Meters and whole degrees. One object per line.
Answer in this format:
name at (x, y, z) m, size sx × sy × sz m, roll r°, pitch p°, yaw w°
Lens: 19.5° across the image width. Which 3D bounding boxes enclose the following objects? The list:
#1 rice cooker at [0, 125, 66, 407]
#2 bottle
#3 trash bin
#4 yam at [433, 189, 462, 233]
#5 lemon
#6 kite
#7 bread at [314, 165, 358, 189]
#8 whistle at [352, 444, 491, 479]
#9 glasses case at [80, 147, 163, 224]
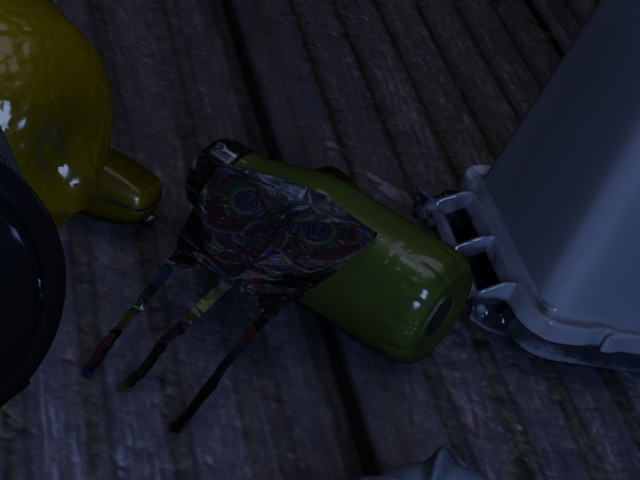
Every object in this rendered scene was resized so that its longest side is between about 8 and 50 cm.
rice cooker at (-0.300, 0.010, 1.237) m, size 0.280 × 0.241 × 0.227 m, roll 55°, pitch 0°, yaw -35°
bottle at (0.000, 0.000, 1.619) m, size 0.260 × 0.112 × 0.112 m, roll 32°, pitch 28°, yaw 20°
trash bin at (0.290, -0.077, 1.678) m, size 0.296 × 0.368 × 0.256 m, roll 10°, pitch 36°, yaw -22°
yam at (0.266, -0.001, 1.902) m, size 0.327 × 0.045 × 0.045 m, roll 12°, pitch 50°, yaw -19°
lemon at (-0.278, -0.099, 1.462) m, size 0.253 × 0.228 × 0.228 m, roll 12°, pitch 23°, yaw 17°
kite at (-0.077, 0.038, 1.484) m, size 0.152 × 0.015 × 0.285 m, roll 24°, pitch 48°, yaw 16°
bread at (-0.007, -0.036, 1.749) m, size 0.066 × 0.060 × 0.110 m, roll 1°, pitch 12°, yaw 32°
whistle at (0.062, 0.250, 1.192) m, size 0.142 × 0.134 × 0.346 m, roll 24°, pitch 35°, yaw -3°
glasses case at (-0.250, -0.076, 1.630) m, size 0.234 × 0.064 × 0.079 m, roll 24°, pitch 22°, yaw 4°
